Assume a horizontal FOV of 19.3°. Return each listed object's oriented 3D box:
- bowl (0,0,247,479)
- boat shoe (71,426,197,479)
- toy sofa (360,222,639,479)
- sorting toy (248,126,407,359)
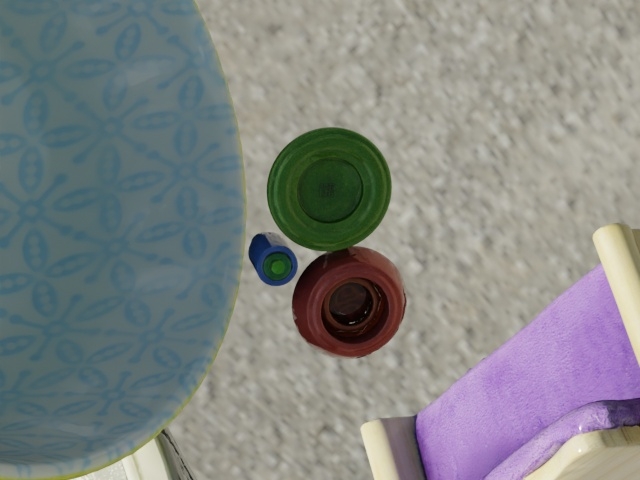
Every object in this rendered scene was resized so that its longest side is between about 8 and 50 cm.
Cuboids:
[{"bbox_3d":[-0.184,-0.031,0.782,0.156,0.289,0.289,-17,52,39],"label":"bowl"},{"bbox_3d":[-0.082,0.179,0.802,0.103,0.118,0.320,-20,51,1],"label":"boat shoe"},{"bbox_3d":[0.150,0.132,1.351,0.362,0.177,0.150,-46,53,51],"label":"toy sofa"},{"bbox_3d":[0.000,0.000,0.777,0.061,0.102,0.042,-13,17,-8],"label":"sorting toy"}]
